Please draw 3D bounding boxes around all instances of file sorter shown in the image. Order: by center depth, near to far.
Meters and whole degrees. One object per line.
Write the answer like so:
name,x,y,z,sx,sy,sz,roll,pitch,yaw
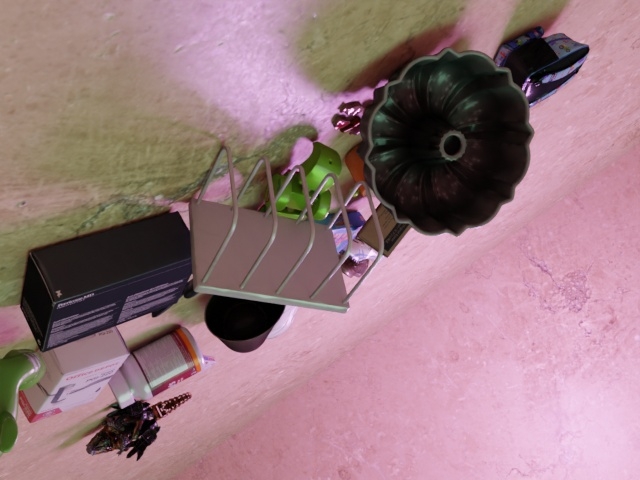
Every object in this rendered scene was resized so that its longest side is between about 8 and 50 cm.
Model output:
file sorter,-0.056,-0.019,1.194,0.278,0.192,0.173,11,136,-26

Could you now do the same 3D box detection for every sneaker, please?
sneaker,-0.107,0.155,1.920,0.297,0.111,0.129,-47,146,21
sneaker,0.114,0.014,1.953,0.237,0.085,0.086,4,113,-57
sneaker,0.095,0.064,2.086,0.071,0.066,0.188,-54,165,7

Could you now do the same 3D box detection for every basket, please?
basket,-0.186,0.193,1.774,0.204,0.154,0.227,-30,166,-16

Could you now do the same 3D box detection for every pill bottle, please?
pill bottle,-0.403,0.310,1.734,0.221,0.121,0.121,-27,161,-21

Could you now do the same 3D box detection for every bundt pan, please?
bundt pan,0.211,-0.177,1.289,0.331,0.330,0.124,-31,-160,-10

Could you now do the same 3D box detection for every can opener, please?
can opener,-0.299,0.100,1.482,0.186,0.059,0.073,-30,-168,23

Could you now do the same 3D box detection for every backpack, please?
backpack,0.455,-0.362,1.470,0.173,0.116,0.158,-30,162,-10

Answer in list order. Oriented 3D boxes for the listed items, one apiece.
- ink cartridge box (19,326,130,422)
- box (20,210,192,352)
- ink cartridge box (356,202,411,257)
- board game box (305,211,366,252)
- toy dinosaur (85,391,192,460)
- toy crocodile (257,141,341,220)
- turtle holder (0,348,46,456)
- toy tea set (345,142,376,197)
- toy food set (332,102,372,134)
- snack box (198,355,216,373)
ink cartridge box,-0.518,0.272,1.485,0.159,0.092,0.218,-13,152,-48
box,-0.355,0.067,1.211,0.261,0.103,0.184,-19,161,-37
ink cartridge box,0.173,-0.062,1.642,0.193,0.088,0.234,-53,180,3
board game box,0.000,0.000,1.744,0.160,0.047,0.210,-44,161,30
toy dinosaur,-0.544,0.532,2.113,0.322,0.164,0.218,-49,180,-12
toy crocodile,-0.075,-0.057,1.390,0.115,0.105,0.340,13,139,-27
turtle holder,-0.615,0.268,1.146,0.227,0.243,0.320,-31,-150,49
toy tea set,0.197,-0.198,1.438,0.200,0.124,0.336,-13,153,-48
toy food set,0.068,-0.222,1.324,0.122,0.019,0.078,-14,154,-46
snack box,-0.366,0.365,2.107,0.064,0.022,0.178,-34,163,3
